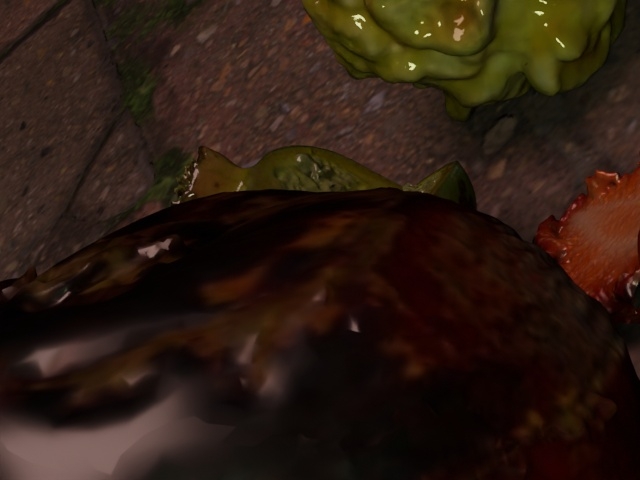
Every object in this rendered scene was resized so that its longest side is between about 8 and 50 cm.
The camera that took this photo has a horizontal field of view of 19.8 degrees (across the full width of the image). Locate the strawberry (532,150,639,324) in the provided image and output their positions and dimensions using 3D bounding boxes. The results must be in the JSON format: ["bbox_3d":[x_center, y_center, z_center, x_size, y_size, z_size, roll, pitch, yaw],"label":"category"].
[{"bbox_3d":[0.160,0.000,0.916,0.104,0.048,0.152,-54,15,-1],"label":"strawberry"}]

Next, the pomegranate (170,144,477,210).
[{"bbox_3d":[0.003,0.011,1.019,0.169,0.122,0.143,1,37,8],"label":"pomegranate"}]

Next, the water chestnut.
[{"bbox_3d":[-0.024,0.136,0.768,0.350,0.302,0.350,-15,7,2],"label":"water chestnut"}]

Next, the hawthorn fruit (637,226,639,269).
[{"bbox_3d":[0.201,0.000,0.698,0.179,0.200,0.179,-34,35,28],"label":"hawthorn fruit"}]

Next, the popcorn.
[{"bbox_3d":[0.092,-0.179,1.073,0.216,0.235,0.181,-14,26,18],"label":"popcorn"}]
